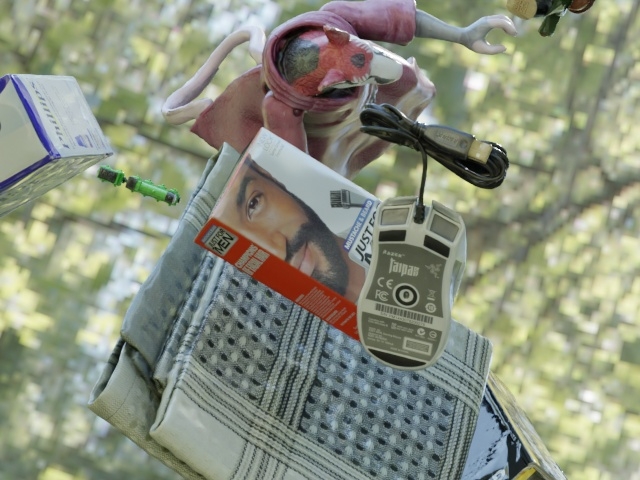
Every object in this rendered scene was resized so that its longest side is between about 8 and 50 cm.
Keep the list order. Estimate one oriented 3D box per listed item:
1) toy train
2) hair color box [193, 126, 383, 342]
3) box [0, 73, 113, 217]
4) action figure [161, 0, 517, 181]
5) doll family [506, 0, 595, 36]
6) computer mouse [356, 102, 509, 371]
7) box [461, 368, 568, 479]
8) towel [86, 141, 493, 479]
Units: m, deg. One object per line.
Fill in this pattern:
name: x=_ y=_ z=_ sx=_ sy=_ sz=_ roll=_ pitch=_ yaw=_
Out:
toy train: x=-0.170 y=-0.051 z=1.843 sx=0.083 sy=0.017 sz=0.024 roll=20 pitch=1 yaw=0
hair color box: x=0.000 y=0.000 z=1.498 sx=0.167 sy=0.093 sz=0.053 roll=31 pitch=-29 yaw=-6
box: x=-0.240 y=-0.064 z=1.460 sx=0.126 sy=0.072 sz=0.137 roll=-28 pitch=-3 yaw=14
action figure: x=0.004 y=-0.160 z=1.840 sx=0.276 sy=0.248 sz=0.370 roll=37 pitch=-6 yaw=7
doll family: x=0.187 y=-0.235 z=1.369 sx=0.076 sy=0.111 sz=0.193 roll=45 pitch=-62 yaw=20
computer mouse: x=0.066 y=0.001 z=1.368 sx=0.106 sy=0.042 sz=0.193 roll=15 pitch=-61 yaw=10
box: x=0.068 y=0.272 z=1.778 sx=0.079 sy=0.322 sz=0.257 roll=43 pitch=8 yaw=-19
towel: x=-0.007 y=0.106 z=1.599 sx=0.324 sy=0.312 sz=0.056 roll=37 pitch=-44 yaw=-15
